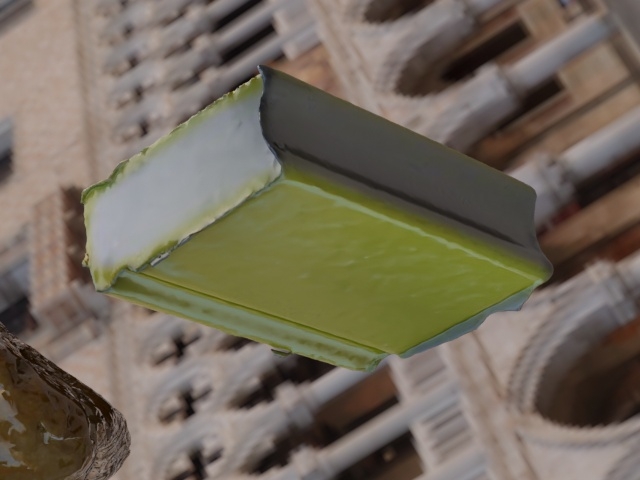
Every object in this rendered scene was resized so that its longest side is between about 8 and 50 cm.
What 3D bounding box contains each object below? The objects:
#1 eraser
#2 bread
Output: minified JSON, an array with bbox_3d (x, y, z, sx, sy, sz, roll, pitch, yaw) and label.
[{"bbox_3d":[0.000,0.000,0.926,0.226,0.158,0.069,20,-131,-42],"label":"eraser"},{"bbox_3d":[-0.141,0.058,0.635,0.139,0.077,0.271,40,173,0],"label":"bread"}]
